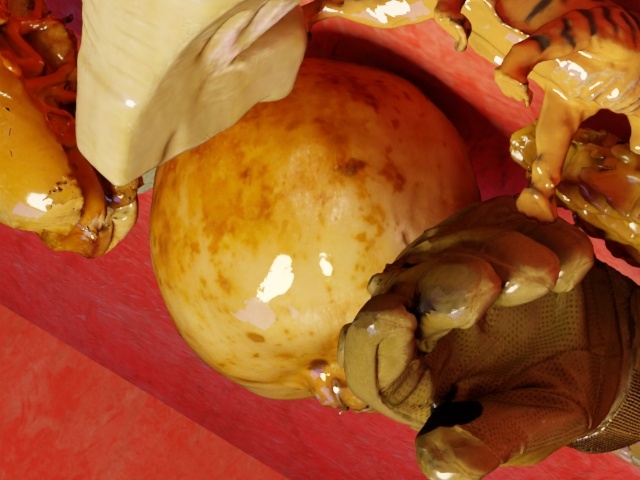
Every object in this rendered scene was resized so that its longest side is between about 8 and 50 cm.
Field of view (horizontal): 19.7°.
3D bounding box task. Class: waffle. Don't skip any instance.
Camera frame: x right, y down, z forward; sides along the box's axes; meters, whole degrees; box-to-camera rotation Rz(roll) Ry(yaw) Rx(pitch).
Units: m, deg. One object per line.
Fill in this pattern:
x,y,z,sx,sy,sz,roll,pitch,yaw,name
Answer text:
0.214,0.002,1.067,0.231,0.051,0.228,33,178,30,waffle

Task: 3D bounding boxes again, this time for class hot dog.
-0.240,-0.140,1.315,0.349,0.117,0.158,54,-175,15,hot dog

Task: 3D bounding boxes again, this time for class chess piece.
-0.052,-0.140,0.862,0.137,0.137,0.301,29,143,7,chess piece

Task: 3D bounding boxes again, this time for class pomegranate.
0.000,0.000,1.193,0.248,0.248,0.248,29,165,9,pomegranate

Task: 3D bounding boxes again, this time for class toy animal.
0.075,-0.127,0.948,0.255,0.116,0.114,37,154,11,toy animal

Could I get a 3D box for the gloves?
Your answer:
0.103,0.053,1.042,0.141,0.154,0.331,34,-171,33,gloves

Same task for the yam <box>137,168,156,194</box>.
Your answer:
-0.193,-0.093,1.536,0.107,0.107,0.183,42,165,-34,yam

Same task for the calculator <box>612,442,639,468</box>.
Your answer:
0.250,0.150,1.571,0.236,0.033,0.157,28,165,23,calculator
